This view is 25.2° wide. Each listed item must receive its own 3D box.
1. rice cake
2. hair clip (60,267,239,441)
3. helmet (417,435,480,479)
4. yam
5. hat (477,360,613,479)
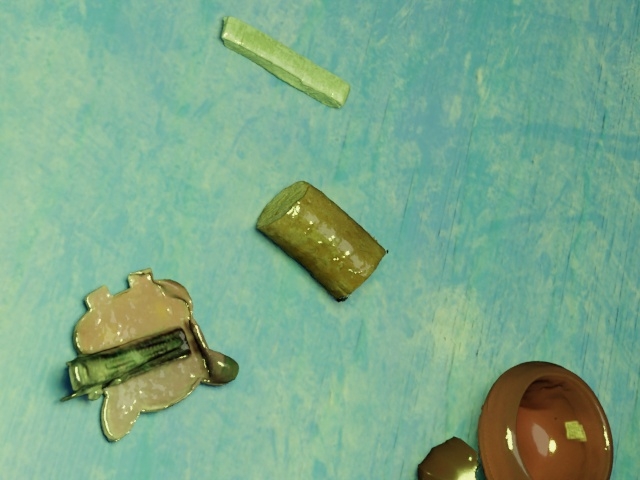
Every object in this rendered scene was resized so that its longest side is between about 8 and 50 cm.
[{"bbox_3d":[-0.041,-0.199,1.611,0.170,0.029,0.033,29,67,-22],"label":"rice cake"},{"bbox_3d":[-0.186,0.110,1.433,0.187,0.056,0.146,-24,89,-42],"label":"hair clip"},{"bbox_3d":[0.147,0.278,1.561,0.070,0.098,0.123,-18,86,-5],"label":"helmet"},{"bbox_3d":[0.003,-0.002,1.554,0.127,0.084,0.084,44,59,-17],"label":"yam"},{"bbox_3d":[0.245,0.234,1.628,0.205,0.089,0.205,15,65,-35],"label":"hat"}]
